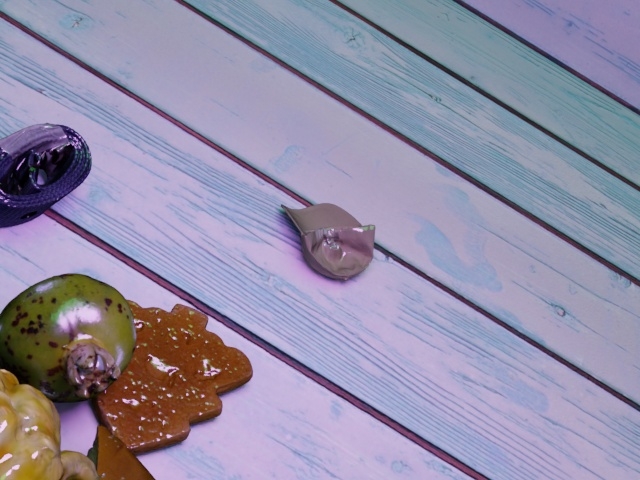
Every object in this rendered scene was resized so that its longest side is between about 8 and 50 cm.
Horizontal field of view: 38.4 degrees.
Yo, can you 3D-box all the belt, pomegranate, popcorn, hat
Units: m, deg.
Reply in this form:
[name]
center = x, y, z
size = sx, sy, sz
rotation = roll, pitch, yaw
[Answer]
[belt]
center = -0.511, -0.111, 1.587
size = 0.140, 0.126, 0.230
rotation = 56, 41, -8
[pomegranate]
center = -0.359, 0.152, 1.324
size = 0.202, 0.202, 0.248
rotation = 3, 15, -28
[popcorn]
center = -0.451, 0.289, 1.129
size = 0.274, 0.279, 0.335
rotation = 17, 53, 13
[hat]
center = 0.000, 0.000, 1.838
size = 0.166, 0.144, 0.173
rotation = -5, 9, -32

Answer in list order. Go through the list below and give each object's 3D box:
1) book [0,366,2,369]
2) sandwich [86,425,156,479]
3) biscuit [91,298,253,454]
[book]
center = -0.509, 0.177, 1.388
size = 0.181, 0.014, 0.127
rotation = 14, 44, -18
[sandwich]
center = -0.265, 0.381, 1.279
size = 0.244, 0.090, 0.088
rotation = 45, 37, 11
[biscuit]
center = -0.265, 0.219, 1.469
size = 0.278, 0.043, 0.301
rotation = 29, 44, -2
